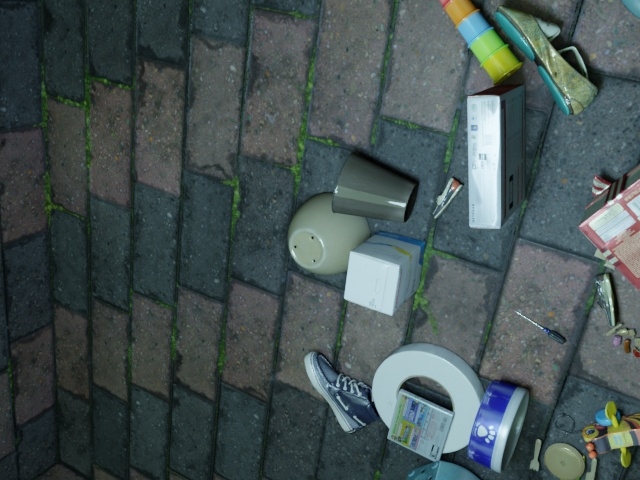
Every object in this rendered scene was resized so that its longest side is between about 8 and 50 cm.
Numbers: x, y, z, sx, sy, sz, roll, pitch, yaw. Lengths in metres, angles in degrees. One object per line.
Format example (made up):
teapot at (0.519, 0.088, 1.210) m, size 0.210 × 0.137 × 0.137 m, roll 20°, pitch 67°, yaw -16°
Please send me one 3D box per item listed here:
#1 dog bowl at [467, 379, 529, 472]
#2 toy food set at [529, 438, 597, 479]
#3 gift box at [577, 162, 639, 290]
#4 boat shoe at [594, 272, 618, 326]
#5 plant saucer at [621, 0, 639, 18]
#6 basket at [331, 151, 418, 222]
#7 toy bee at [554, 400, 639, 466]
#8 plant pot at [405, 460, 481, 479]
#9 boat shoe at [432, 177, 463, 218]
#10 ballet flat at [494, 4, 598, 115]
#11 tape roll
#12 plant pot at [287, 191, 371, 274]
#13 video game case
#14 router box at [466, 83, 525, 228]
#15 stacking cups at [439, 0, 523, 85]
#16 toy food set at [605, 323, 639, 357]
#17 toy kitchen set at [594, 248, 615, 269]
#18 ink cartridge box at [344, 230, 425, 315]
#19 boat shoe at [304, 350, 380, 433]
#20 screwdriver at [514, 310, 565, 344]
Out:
dog bowl at (0.547, 0.566, 1.970) m, size 0.104 × 0.265 × 0.265 m, roll 16°, pitch 115°, yaw 28°
toy food set at (0.772, 0.701, 2.032) m, size 0.192 × 0.038 × 0.132 m, roll 14°, pitch 107°, yaw 31°
gift box at (0.809, -0.076, 1.591) m, size 0.255 × 0.258 × 0.276 m, roll -40°, pitch 84°, yaw 34°
boat shoe at (0.805, 0.167, 1.809) m, size 0.049 × 0.056 × 0.152 m, roll -7°, pitch 94°, yaw 37°
plant saucer at (0.847, -0.661, 1.490) m, size 0.318 × 0.044 × 0.317 m, roll 10°, pitch 111°, yaw 27°
basket at (0.176, -0.150, 1.998) m, size 0.227 × 0.154 × 0.204 m, roll 18°, pitch 84°, yaw 17°
toy bee at (0.839, 0.580, 1.870) m, size 0.195 × 0.162 × 0.298 m, roll 51°, pitch 124°, yaw 3°
plant pot at (0.405, 0.889, 2.149) m, size 0.247 × 0.248 × 0.252 m, roll -35°, pitch 101°, yaw 34°
boat shoe at (0.378, -0.127, 1.950) m, size 0.043 × 0.049 × 0.137 m, roll 41°, pitch 120°, yaw 15°
ballet flat at (0.594, -0.488, 1.667) m, size 0.123 × 0.123 × 0.348 m, roll -37°, pitch 87°, yaw 34°
tape roll at (0.363, 0.536, 2.182) m, size 0.392 × 0.072 × 0.392 m, roll 11°, pitch 113°, yaw 27°
plant pot at (0.000, 0.000, 2.129) m, size 0.284 × 0.191 × 0.284 m, roll 11°, pitch 113°, yaw 27°
video game case at (0.336, 0.628, 2.175) m, size 0.193 × 0.023 × 0.212 m, roll 21°, pitch 118°, yaw 22°
router box at (0.473, -0.231, 1.705) m, size 0.082 × 0.301 × 0.335 m, roll 4°, pitch 109°, yaw 29°
stacking cups at (0.417, -0.574, 1.736) m, size 0.096 × 0.096 × 0.316 m, roll -37°, pitch 88°, yaw 34°
toy food set at (0.879, 0.288, 1.828) m, size 0.122 × 0.019 × 0.078 m, roll 42°, pitch 123°, yaw 2°
toy kitchen set at (0.801, 0.030, 1.748) m, size 0.083 × 0.068 × 0.075 m, roll 26°, pitch 118°, yaw 20°
ink cartridge box at (0.204, 0.095, 2.018) m, size 0.168 × 0.233 × 0.171 m, roll 16°, pitch 114°, yaw 24°
boat shoe at (0.091, 0.527, 2.319) m, size 0.158 × 0.127 × 0.340 m, roll -29°, pitch 100°, yaw 28°
screwdriver at (0.660, 0.261, 1.940) m, size 0.170 × 0.025 × 0.024 m, roll 31°, pitch 120°, yaw 16°
